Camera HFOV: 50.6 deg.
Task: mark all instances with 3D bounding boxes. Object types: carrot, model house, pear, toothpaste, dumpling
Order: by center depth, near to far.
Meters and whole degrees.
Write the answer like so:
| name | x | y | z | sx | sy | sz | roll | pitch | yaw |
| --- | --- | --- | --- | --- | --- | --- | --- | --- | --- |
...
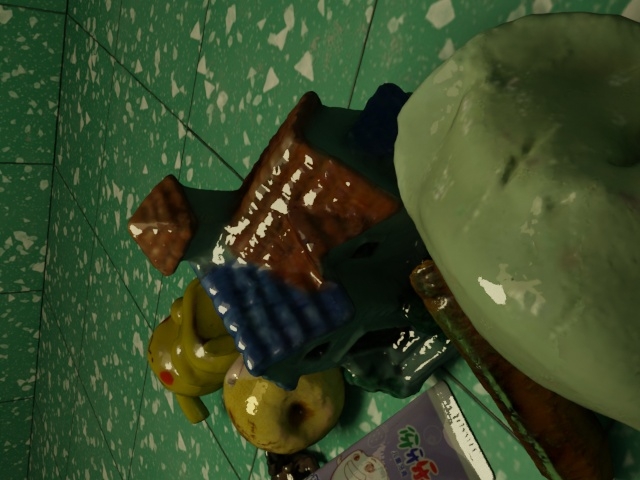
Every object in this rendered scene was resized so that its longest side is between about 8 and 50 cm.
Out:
| name | x | y | z | sx | sy | sz | roll | pitch | yaw |
| --- | --- | --- | --- | --- | --- | --- | --- | --- | --- |
| dumpling | 0.209 | -0.010 | 0.498 | 0.270 | 0.321 | 0.212 | -63 | 12 | -16 |
| carrot | 0.167 | 0.114 | 0.588 | 0.260 | 0.070 | 0.070 | 53 | 144 | -8 |
| model house | 0.000 | 0.000 | 0.660 | 0.295 | 0.329 | 0.251 | -50 | 53 | 34 |
| toothpaste | 0.035 | 0.314 | 0.832 | 0.371 | 0.080 | 0.125 | -37 | 58 | 22 |
| pear | -0.053 | 0.200 | 0.934 | 0.178 | 0.178 | 0.178 | 5 | 96 | 55 |

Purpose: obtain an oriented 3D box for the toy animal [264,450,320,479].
| name | x | y | z | sx | sy | sz | roll | pitch | yaw |
| --- | --- | --- | --- | --- | --- | --- | --- | --- | --- |
| toy animal | -0.049 | 0.376 | 1.005 | 0.148 | 0.084 | 0.232 | 153 | 107 | -66 |

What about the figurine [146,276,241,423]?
| name | x | y | z | sx | sy | sz | roll | pitch | yaw |
| --- | --- | --- | --- | --- | --- | --- | --- | --- | --- |
| figurine | -0.187 | 0.163 | 1.130 | 0.327 | 0.169 | 0.218 | -38 | 46 | 48 |
